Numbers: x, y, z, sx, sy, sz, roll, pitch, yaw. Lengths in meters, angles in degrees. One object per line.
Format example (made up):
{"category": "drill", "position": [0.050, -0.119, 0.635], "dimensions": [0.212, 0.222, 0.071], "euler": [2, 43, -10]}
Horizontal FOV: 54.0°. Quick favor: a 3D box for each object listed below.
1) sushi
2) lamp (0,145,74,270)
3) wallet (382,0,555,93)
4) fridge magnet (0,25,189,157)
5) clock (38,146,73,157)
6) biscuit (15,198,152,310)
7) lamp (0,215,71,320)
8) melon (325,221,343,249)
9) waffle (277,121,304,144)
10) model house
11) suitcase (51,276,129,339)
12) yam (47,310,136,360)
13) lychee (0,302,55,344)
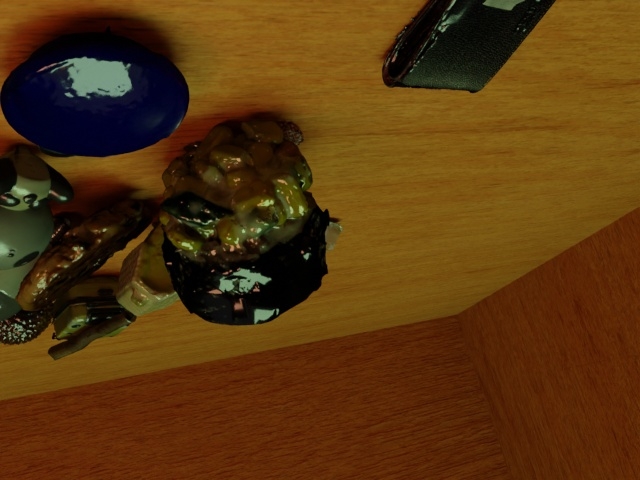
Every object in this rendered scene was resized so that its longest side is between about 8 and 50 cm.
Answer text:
{"category": "sushi", "position": [-0.157, -0.039, 1.178], "dimensions": [0.328, 0.328, 0.285], "euler": [-1, 134, 9]}
{"category": "lamp", "position": [-0.565, -0.050, 1.121], "dimensions": [0.244, 0.197, 0.198], "euler": [-39, 151, 31]}
{"category": "wallet", "position": [0.255, -0.348, 1.063], "dimensions": [0.221, 0.071, 0.262], "euler": [-2, 150, -31]}
{"category": "fridge magnet", "position": [-0.329, -0.210, 0.934], "dimensions": [0.266, 0.112, 0.265], "euler": [-14, 160, -5]}
{"category": "clock", "position": [-0.448, -0.172, 1.097], "dimensions": [0.085, 0.017, 0.085], "euler": [-13, 161, -5]}
{"category": "biscuit", "position": [-0.494, 0.018, 1.320], "dimensions": [0.289, 0.081, 0.334], "euler": [-40, -176, 33]}
{"category": "lamp", "position": [-0.676, 0.050, 1.388], "dimensions": [0.314, 0.182, 0.182], "euler": [-39, 164, -10]}
{"category": "melon", "position": [0.002, -0.005, 1.799], "dimensions": [0.140, 0.093, 0.202], "euler": [-20, 167, -10]}
{"category": "waffle", "position": [-0.076, -0.207, 1.258], "dimensions": [0.075, 0.029, 0.083], "euler": [-31, 152, 33]}
{"category": "model house", "position": [-0.363, 0.058, 1.410], "dimensions": [0.234, 0.175, 0.193], "euler": [-50, -168, -34]}
{"category": "suitcase", "position": [-0.644, 0.191, 1.779], "dimensions": [0.194, 0.143, 0.235], "euler": [2, 155, -39]}
{"category": "yam", "position": [-0.620, 0.259, 1.699], "dimensions": [0.327, 0.045, 0.045], "euler": [-25, 178, 27]}
{"category": "lychee", "position": [-0.783, 0.187, 1.620], "dimensions": [0.188, 0.188, 0.188], "euler": [-13, 161, -5]}
